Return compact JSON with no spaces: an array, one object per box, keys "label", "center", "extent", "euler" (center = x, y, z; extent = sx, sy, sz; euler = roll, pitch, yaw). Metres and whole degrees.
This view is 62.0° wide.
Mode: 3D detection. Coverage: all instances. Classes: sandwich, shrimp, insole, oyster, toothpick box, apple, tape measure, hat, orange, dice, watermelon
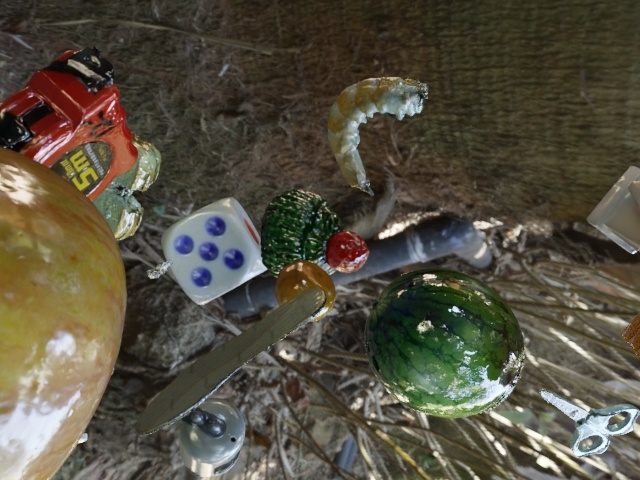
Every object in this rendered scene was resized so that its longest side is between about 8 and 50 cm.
[{"label":"sandwich","center":[-0.529,-0.154,1.310],"extent":[0.273,0.249,0.095],"euler":[-62,168,20]},{"label":"shrimp","center":[0.105,-0.259,1.223],"extent":[0.287,0.185,0.068],"euler":[-63,178,21]},{"label":"insole","center":[-0.137,0.177,0.805],"extent":[0.348,0.119,0.009],"euler":[-35,113,0]},{"label":"oyster","center":[-0.417,0.078,1.380],"extent":[0.083,0.019,0.054],"euler":[-31,162,25]},{"label":"toothpick box","center":[-0.359,0.622,1.714],"extent":[0.229,0.229,0.316],"euler":[-44,165,-31]},{"label":"apple","center":[-0.401,0.092,0.526],"extent":[0.333,0.400,0.400],"euler":[24,90,-36]},{"label":"tape measure","center":[-0.416,-0.145,0.837],"extent":[0.260,0.114,0.253],"euler":[-45,172,-20]},{"label":"hat","center":[0.000,0.000,1.573],"extent":[0.242,0.332,0.274],"euler":[-14,115,-59]},{"label":"orange","center":[-0.039,0.124,1.290],"extent":[0.124,0.156,0.156],"euler":[-47,154,23]},{"label":"dice","center":[-0.383,0.037,1.967],"extent":[0.304,0.304,0.277],"euler":[-29,-179,1]},{"label":"watermelon","center":[0.270,0.229,1.205],"extent":[0.363,0.363,0.363],"euler":[-32,134,-41]}]

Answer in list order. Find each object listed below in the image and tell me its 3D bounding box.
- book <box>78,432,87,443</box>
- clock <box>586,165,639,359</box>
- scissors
[{"label":"book","center":[-0.832,0.572,1.501],"extent":[0.264,0.202,0.027],"euler":[47,27,-60]},{"label":"clock","center":[0.276,0.054,0.230],"extent":[0.235,0.309,0.166],"euler":[29,105,-23]},{"label":"scissors","center":[0.611,0.414,1.245],"extent":[0.360,0.029,0.191],"euler":[33,110,-31]}]
